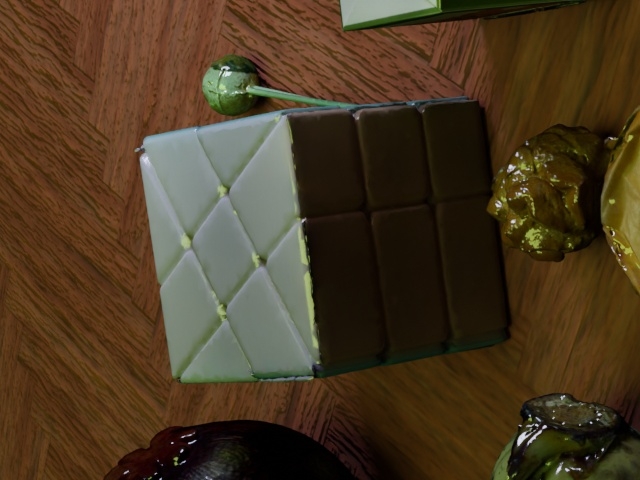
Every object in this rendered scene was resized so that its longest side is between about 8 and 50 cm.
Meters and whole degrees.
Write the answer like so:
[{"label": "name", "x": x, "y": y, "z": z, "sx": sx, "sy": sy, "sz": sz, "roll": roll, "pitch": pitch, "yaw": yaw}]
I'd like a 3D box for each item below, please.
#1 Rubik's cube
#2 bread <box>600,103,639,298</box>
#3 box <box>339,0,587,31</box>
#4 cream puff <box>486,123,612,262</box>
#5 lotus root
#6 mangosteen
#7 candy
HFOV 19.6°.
[{"label": "Rubik's cube", "x": 0.000, "y": 0.000, "z": 1.623, "sx": 0.231, "sy": 0.224, "sz": 0.221, "roll": -6, "pitch": 92, "yaw": 51}, {"label": "bread", "x": 0.301, "y": -0.023, "z": 1.344, "sx": 0.199, "sy": 0.104, "sz": 0.199, "roll": 16, "pitch": 110, "yaw": 54}, {"label": "box", "x": 0.106, "y": -0.275, "z": 1.489, "sx": 0.177, "sy": 0.148, "sz": 0.195, "roll": 1, "pitch": 98, "yaw": 64}, {"label": "cream puff", "x": 0.191, "y": -0.032, "z": 1.475, "sx": 0.116, "sy": 0.122, "sz": 0.094, "roll": -49, "pitch": 59, "yaw": 7}, {"label": "lotus root", "x": 0.199, "y": 0.277, "z": 1.483, "sx": 0.173, "sy": 0.173, "sz": 0.309, "roll": 20, "pitch": 112, "yaw": 48}, {"label": "mangosteen", "x": -0.073, "y": 0.337, "z": 1.748, "sx": 0.307, "sy": 0.307, "sz": 0.347, "roll": -5, "pitch": 121, "yaw": 51}, {"label": "candy", "x": -0.036, "y": -0.142, "z": 1.794, "sx": 0.202, "sy": 0.061, "sz": 0.061, "roll": 13, "pitch": 106, "yaw": 41}]
